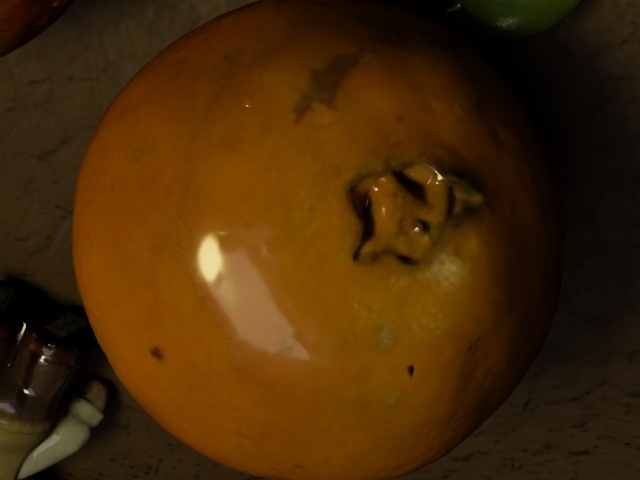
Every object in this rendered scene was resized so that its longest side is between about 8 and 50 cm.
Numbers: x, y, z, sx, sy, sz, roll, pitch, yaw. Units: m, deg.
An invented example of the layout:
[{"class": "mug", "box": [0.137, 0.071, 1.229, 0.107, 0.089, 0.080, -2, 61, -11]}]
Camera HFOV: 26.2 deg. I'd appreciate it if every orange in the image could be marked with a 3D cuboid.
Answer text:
[{"class": "orange", "box": [0.000, 0.000, 0.861, 0.312, 0.312, 0.312, 9, 121, 15]}]

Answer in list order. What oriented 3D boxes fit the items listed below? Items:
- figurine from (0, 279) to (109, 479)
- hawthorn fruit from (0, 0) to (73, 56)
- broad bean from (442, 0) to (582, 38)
[{"class": "figurine", "box": [-0.309, 0.201, 1.193, 0.218, 0.206, 0.365, 20, 100, -17]}, {"class": "hawthorn fruit", "box": [-0.236, -0.226, 0.862, 0.308, 0.276, 0.276, 1, 123, -14]}, {"class": "broad bean", "box": [0.201, -0.213, 0.811, 0.318, 0.056, 0.098, -27, 106, 28]}]
